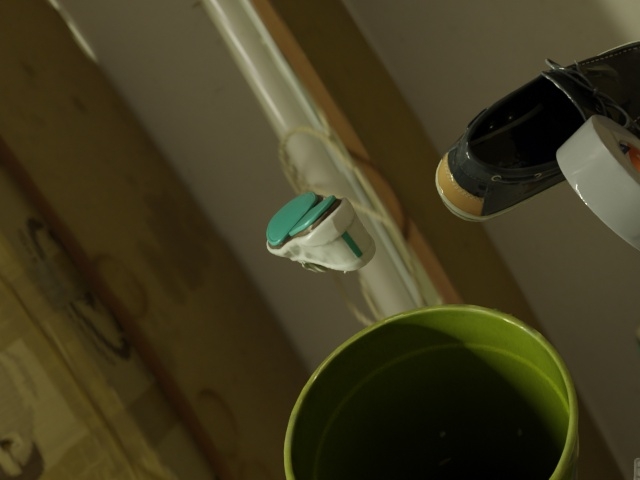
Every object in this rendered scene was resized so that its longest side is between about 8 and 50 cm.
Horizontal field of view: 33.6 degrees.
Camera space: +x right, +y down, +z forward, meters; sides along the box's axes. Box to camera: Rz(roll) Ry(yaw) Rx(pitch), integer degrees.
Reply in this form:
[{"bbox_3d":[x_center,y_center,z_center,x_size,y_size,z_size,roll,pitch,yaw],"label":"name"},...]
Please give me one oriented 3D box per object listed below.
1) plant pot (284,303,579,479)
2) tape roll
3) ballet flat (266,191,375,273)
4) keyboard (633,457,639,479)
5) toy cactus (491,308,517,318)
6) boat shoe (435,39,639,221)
[{"bbox_3d":[0.187,0.336,1.400,0.366,0.367,0.353,-99,-14,-47],"label":"plant pot"},{"bbox_3d":[0.435,-0.076,1.482,0.219,0.072,0.219,31,-151,-20],"label":"tape roll"},{"bbox_3d":[0.000,0.000,1.756,0.139,0.139,0.400,58,171,-8],"label":"ballet flat"},{"bbox_3d":[0.499,0.300,1.251,0.014,0.256,0.072,74,-161,-79],"label":"keyboard"},{"bbox_3d":[0.245,0.201,1.805,0.180,0.219,0.112,-35,-96,-33],"label":"toy cactus"},{"bbox_3d":[0.410,-0.200,1.721,0.186,0.500,0.156,54,162,21],"label":"boat shoe"}]
